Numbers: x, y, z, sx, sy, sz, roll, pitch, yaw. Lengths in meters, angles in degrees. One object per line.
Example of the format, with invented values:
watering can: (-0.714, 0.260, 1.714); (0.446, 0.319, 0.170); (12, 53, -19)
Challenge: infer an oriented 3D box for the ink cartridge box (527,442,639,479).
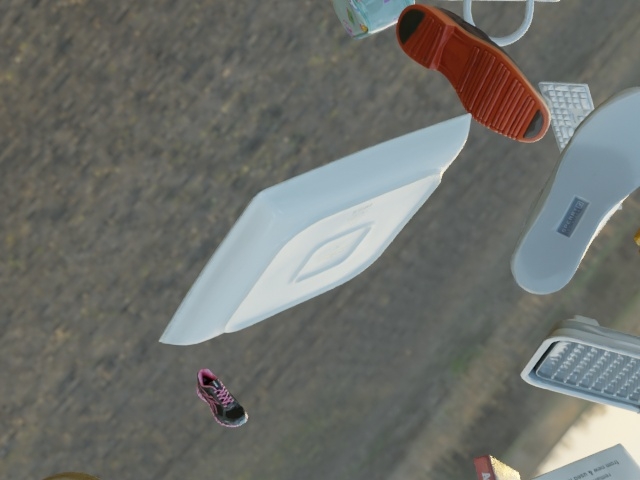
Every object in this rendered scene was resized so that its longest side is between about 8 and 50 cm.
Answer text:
ink cartridge box: (0.232, 0.348, 1.026); (0.129, 0.307, 0.223); (-13, 144, -37)

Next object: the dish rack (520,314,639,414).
dish rack: (0.550, 0.228, 2.471); (0.285, 0.333, 0.072); (102, 3, -67)

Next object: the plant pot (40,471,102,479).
plant pot: (-0.362, 0.434, 1.868); (0.236, 0.236, 0.032); (-51, 149, 3)

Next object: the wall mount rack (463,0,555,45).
wall mount rack: (0.244, -0.497, 2.214); (0.130, 0.304, 0.350); (-54, 146, -76)

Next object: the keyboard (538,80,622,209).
keyboard: (0.377, -0.134, 1.956); (0.014, 0.072, 0.256); (-56, 140, -27)

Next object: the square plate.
square plate: (0.000, 0.000, 1.658); (0.347, 0.049, 0.344); (-23, 161, -37)

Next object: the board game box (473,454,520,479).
board game box: (0.275, 0.439, 1.843); (0.027, 0.281, 0.145); (-22, 154, 18)

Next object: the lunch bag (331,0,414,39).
lunch bag: (0.048, -0.465, 2.167); (0.108, 0.279, 0.224); (-24, -174, -4)

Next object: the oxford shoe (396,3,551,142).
oxford shoe: (0.223, -0.231, 1.813); (0.098, 0.271, 0.097); (-11, 139, -45)

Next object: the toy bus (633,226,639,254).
toy bus: (0.692, -0.008, 2.413); (0.130, 0.108, 0.332); (-57, -166, -29)

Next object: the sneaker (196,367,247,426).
sneaker: (-0.160, 0.247, 2.158); (0.047, 0.119, 0.057); (-32, 142, -25)

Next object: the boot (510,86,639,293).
boot: (0.283, -0.069, 1.459); (0.258, 0.095, 0.123); (-58, -175, 26)
